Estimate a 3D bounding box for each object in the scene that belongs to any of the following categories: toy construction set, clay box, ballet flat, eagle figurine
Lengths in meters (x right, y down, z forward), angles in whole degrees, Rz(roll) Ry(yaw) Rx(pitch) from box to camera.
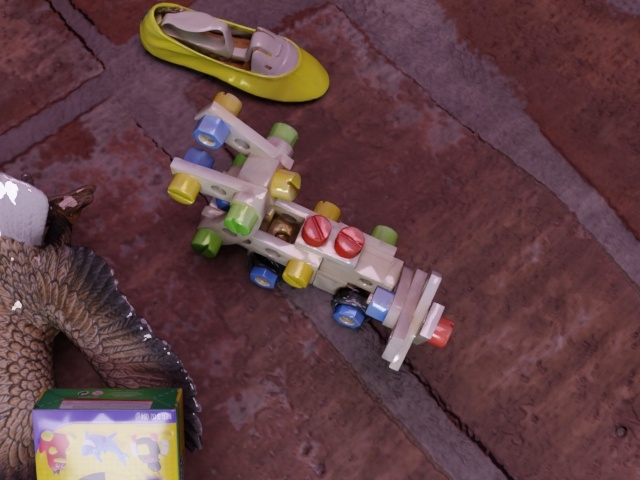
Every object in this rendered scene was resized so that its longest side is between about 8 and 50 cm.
[{"bbox_3d":[0.000,0.000,1.176,0.328,0.215,0.151,37,65,7],"label":"toy construction set"},{"bbox_3d":[-0.186,0.244,1.044,0.127,0.053,0.222,-1,106,0],"label":"clay box"},{"bbox_3d":[-0.097,-0.221,1.335,0.231,0.077,0.077,17,63,-3],"label":"ballet flat"},{"bbox_3d":[-0.254,0.087,1.109,0.225,0.226,0.298,1,59,-32],"label":"eagle figurine"}]
